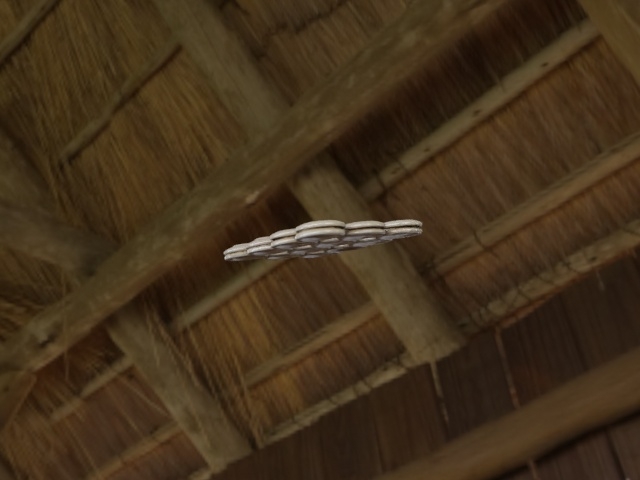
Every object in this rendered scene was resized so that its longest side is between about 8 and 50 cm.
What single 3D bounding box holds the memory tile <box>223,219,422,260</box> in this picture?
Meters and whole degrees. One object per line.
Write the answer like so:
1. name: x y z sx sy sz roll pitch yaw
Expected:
1. memory tile: 0.000 0.000 0.699 0.113 0.012 0.148 -1 -8 -34
